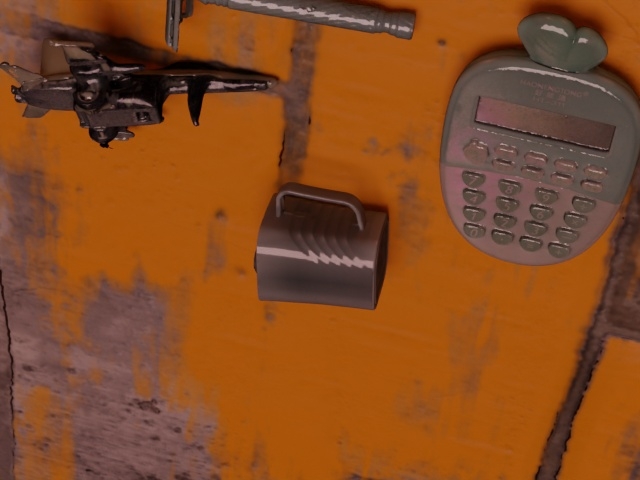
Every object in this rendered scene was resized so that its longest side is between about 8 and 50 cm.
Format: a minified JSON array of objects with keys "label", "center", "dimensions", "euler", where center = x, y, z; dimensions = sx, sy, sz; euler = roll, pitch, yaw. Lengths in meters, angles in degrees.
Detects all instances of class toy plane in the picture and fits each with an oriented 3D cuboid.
[{"label":"toy plane","center":[-0.175,-0.142,1.489],"dimensions":[0.262,0.088,0.192],"euler":[7,157,9]}]

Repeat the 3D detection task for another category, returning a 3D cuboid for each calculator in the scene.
[{"label":"calculator","center":[0.206,-0.091,1.440],"dimensions":[0.184,0.042,0.295],"euler":[14,133,7]}]

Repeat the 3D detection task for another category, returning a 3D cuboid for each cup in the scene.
[{"label":"cup","center":[0.000,0.000,1.545],"dimensions":[0.130,0.095,0.128],"euler":[7,127,9]}]

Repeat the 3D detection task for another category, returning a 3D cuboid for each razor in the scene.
[{"label":"razor","center":[-0.028,-0.217,1.404],"dimensions":[0.232,0.068,0.106],"euler":[10,131,4]}]
